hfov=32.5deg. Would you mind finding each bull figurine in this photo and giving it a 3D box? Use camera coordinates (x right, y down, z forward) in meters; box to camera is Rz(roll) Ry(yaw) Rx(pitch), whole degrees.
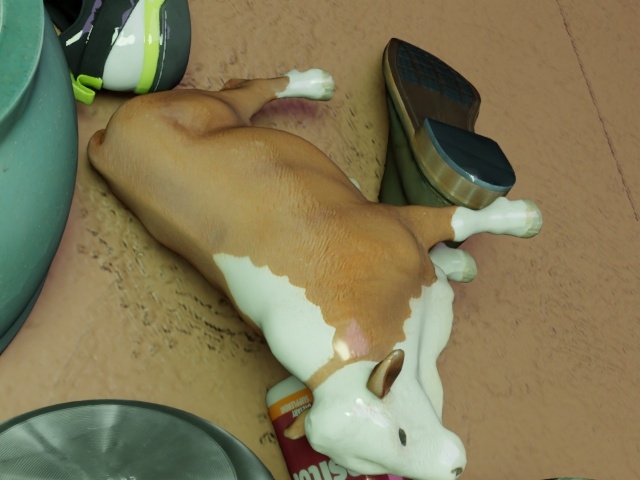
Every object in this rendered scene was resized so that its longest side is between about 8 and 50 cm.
[{"bbox_3d":[0.000,0.000,0.618,0.188,0.101,0.310,-17,47,-40],"label":"bull figurine"}]

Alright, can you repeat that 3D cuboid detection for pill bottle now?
[{"bbox_3d":[0.031,0.145,0.635,0.086,0.086,0.152,-11,73,-35],"label":"pill bottle"}]

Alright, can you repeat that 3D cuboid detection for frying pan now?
[{"bbox_3d":[-0.106,0.164,0.458,0.197,0.053,0.326,5,26,0],"label":"frying pan"}]

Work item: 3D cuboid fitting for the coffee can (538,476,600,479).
[{"bbox_3d":[0.194,0.257,0.564,0.275,0.201,0.201,30,53,-36],"label":"coffee can"}]

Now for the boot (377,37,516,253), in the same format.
[{"bbox_3d":[0.062,-0.060,0.775,0.082,0.106,0.219,19,30,-18],"label":"boot"}]

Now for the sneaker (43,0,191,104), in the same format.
[{"bbox_3d":[-0.146,-0.194,0.695,0.097,0.084,0.234,-4,64,-22],"label":"sneaker"}]

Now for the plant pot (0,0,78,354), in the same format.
[{"bbox_3d":[-0.238,-0.068,0.505,0.293,0.196,0.293,14,61,-26],"label":"plant pot"}]
